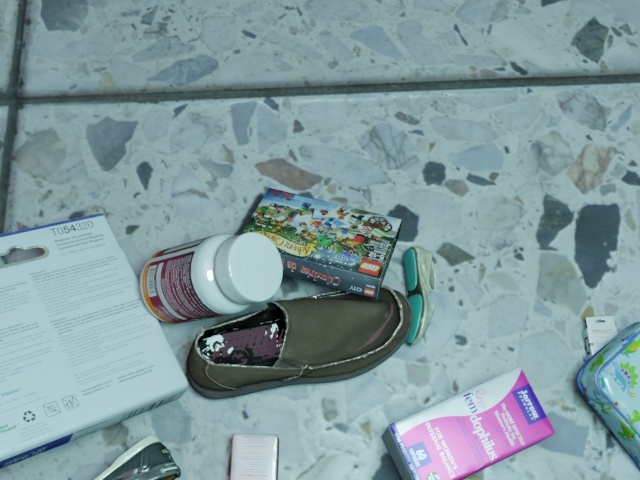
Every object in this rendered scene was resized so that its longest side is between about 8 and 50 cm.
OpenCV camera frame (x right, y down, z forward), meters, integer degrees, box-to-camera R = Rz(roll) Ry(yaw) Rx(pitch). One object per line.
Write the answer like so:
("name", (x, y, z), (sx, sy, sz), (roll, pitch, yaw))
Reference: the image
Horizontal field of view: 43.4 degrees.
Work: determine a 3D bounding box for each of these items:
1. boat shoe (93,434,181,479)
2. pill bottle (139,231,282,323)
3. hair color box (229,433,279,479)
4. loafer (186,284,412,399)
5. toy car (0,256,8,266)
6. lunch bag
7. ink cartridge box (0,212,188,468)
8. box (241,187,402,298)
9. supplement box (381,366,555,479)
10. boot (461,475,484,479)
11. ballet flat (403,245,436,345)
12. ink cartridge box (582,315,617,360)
("boat shoe", (-0.313, 0.387, 1.176), (0.233, 0.084, 0.079), (-37, 74, -16))
("pill bottle", (-0.166, 0.056, 1.214), (0.121, 0.221, 0.121), (12, 72, -43))
("hair color box", (-0.100, 0.364, 1.206), (0.072, 0.043, 0.141), (2, 69, 0))
("loafer", (-0.030, 0.152, 1.231), (0.365, 0.130, 0.134), (-18, 65, -7))
("toy car", (-0.558, 0.093, 1.252), (0.159, 0.136, 0.182), (-31, 73, -11))
("lunch bag", (0.515, 0.238, 1.216), (0.176, 0.090, 0.219), (-39, 86, -14))
("ink cartridge box", (-0.410, 0.138, 1.201), (0.324, 0.071, 0.330), (-16, 66, -37))
("box", (0.000, 0.000, 1.291), (0.233, 0.044, 0.159), (14, 40, 10))
("supplement box", (0.217, 0.289, 1.200), (0.220, 0.114, 0.111), (-22, 70, -10))
("boot", (0.298, 0.394, 1.151), (0.165, 0.077, 0.213), (-30, 104, -12))
("ballet flat", (0.166, 0.089, 1.305), (0.052, 0.057, 0.168), (12, 70, -26))
("ink cartridge box", (0.450, 0.165, 1.290), (0.048, 0.028, 0.083), (-3, 71, -3))
